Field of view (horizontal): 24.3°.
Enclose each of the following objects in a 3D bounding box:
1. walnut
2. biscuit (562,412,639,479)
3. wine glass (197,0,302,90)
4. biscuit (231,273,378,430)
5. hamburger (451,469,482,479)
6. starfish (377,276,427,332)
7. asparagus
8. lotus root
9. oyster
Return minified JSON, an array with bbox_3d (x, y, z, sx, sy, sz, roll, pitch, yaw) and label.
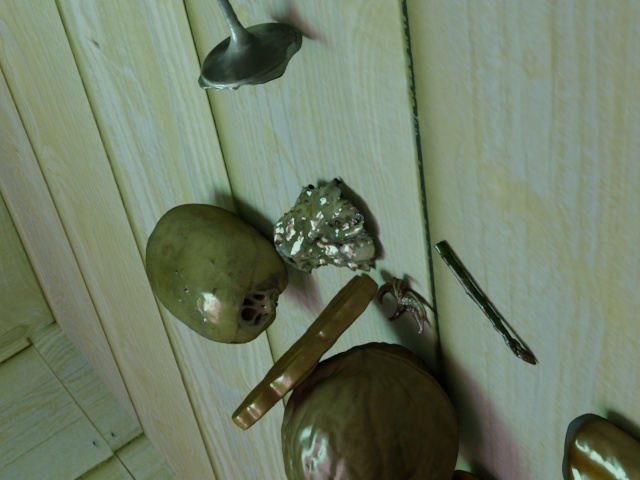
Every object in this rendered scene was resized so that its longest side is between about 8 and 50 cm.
[{"bbox_3d":[0.058,0.231,1.784,0.228,0.228,0.228,49,161,24],"label":"walnut"},{"bbox_3d":[0.327,0.317,1.392,0.290,0.062,0.237,37,137,48],"label":"biscuit"},{"bbox_3d":[-0.115,-0.274,1.516,0.156,0.156,0.232,35,157,51],"label":"wine glass"},{"bbox_3d":[-0.018,0.134,1.777,0.040,0.236,0.144,40,173,1],"label":"biscuit"},{"bbox_3d":[0.179,0.366,1.854,0.162,0.115,0.162,50,159,27],"label":"hamburger"},{"bbox_3d":[0.096,0.073,1.720,0.091,0.028,0.078,27,151,54],"label":"starfish"},{"bbox_3d":[0.168,0.067,1.537,0.163,0.016,0.016,54,143,14],"label":"asparagus"},{"bbox_3d":[-0.167,0.035,2.120,0.342,0.151,0.169,31,106,53],"label":"lotus root"},{"bbox_3d":[-0.002,-0.007,1.780,0.133,0.072,0.209,61,161,-19],"label":"oyster"}]
